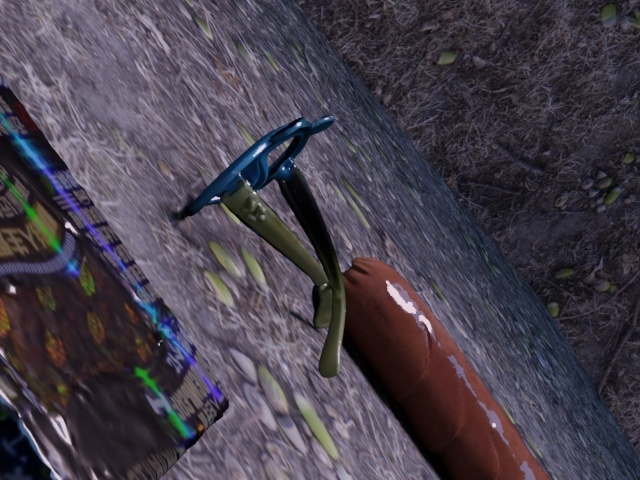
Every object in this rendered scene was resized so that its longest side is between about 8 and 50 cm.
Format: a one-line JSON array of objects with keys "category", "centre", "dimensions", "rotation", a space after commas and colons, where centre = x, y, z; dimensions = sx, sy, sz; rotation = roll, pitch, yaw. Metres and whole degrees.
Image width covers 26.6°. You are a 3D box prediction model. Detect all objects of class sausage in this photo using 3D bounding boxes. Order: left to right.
[{"category": "sausage", "centre": [0.149, 0.195, 1.249], "dimensions": [0.433, 0.088, 0.088], "rotation": [55, 10, -5]}]

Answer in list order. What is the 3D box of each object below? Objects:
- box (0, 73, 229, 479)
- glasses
[{"category": "box", "centre": [-0.169, -0.025, 0.485], "dimensions": [0.310, 0.084, 0.198], "rotation": [55, 10, -1]}, {"category": "glasses", "centre": [-0.037, 0.005, 1.083], "dimensions": [0.239, 0.102, 0.206], "rotation": [-19, 102, -81]}]
